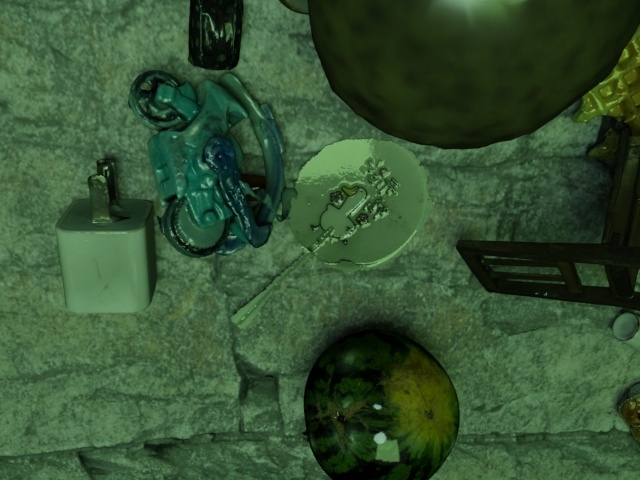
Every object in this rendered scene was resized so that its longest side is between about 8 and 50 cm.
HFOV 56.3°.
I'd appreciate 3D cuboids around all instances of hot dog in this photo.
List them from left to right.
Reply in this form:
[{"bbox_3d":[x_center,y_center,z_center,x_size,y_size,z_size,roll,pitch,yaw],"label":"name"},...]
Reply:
[{"bbox_3d":[0.676,0.364,1.216,0.108,0.059,0.191,-32,116,13],"label":"hot dog"}]

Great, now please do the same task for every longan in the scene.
[{"bbox_3d":[0.166,-0.297,0.683,0.391,0.391,0.391,-3,115,-6],"label":"longan"}]

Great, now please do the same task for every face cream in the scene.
[{"bbox_3d":[0.655,0.204,1.143,0.244,0.058,0.092,24,105,-23],"label":"face cream"}]

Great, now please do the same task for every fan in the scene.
[{"bbox_3d":[0.000,0.000,0.987,0.415,0.012,0.233,-41,112,9],"label":"fan"}]

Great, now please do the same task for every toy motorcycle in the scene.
[{"bbox_3d":[-0.143,-0.109,0.826,0.206,0.154,0.260,-15,92,-35],"label":"toy motorcycle"}]

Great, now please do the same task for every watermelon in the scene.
[{"bbox_3d":[0.099,0.282,0.999,0.269,0.269,0.268,-3,115,-6],"label":"watermelon"}]

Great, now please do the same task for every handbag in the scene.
[{"bbox_3d":[-0.131,-0.273,0.778,0.072,0.139,0.115,1,114,-17],"label":"handbag"}]

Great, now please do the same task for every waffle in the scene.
[{"bbox_3d":[0.517,-0.236,0.923,0.261,0.056,0.249,9,113,-9],"label":"waffle"}]

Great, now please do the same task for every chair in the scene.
[{"bbox_3d":[0.461,-0.030,0.920,0.203,0.416,0.240,43,62,-49],"label":"chair"}]

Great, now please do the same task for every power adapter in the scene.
[{"bbox_3d":[-0.313,-0.012,0.881,0.125,0.130,0.204,0,113,-7],"label":"power adapter"}]

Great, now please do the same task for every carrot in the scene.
[{"bbox_3d":[-0.120,-0.080,0.919,0.139,0.048,0.048,7,113,-11],"label":"carrot"}]

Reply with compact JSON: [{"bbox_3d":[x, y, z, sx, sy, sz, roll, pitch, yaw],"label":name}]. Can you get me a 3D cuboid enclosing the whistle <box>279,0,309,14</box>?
[{"bbox_3d":[0.004,-0.329,0.818,0.107,0.057,0.220,-38,119,-4],"label":"whistle"}]
